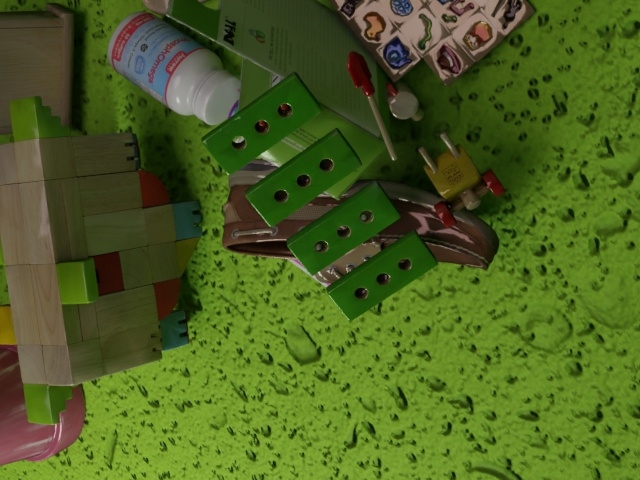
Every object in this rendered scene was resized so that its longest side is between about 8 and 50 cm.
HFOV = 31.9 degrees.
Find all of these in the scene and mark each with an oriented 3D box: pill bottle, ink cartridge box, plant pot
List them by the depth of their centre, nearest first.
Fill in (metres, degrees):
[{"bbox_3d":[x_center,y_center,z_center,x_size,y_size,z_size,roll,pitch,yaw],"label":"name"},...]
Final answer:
[{"bbox_3d":[-0.058,-0.184,1.144,0.255,0.189,0.097,27,127,-22],"label":"ink cartridge box"},{"bbox_3d":[-0.176,-0.207,1.364,0.160,0.087,0.087,34,122,23],"label":"pill bottle"},{"bbox_3d":[-0.487,0.258,1.689,0.201,0.180,0.201,12,112,33],"label":"plant pot"}]

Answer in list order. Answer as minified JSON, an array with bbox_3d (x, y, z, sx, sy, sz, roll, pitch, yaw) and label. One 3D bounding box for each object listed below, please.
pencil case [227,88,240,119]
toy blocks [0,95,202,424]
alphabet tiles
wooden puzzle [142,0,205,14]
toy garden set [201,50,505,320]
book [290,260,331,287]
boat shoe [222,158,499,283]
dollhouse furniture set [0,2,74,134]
[{"bbox_3d":[-0.036,-0.122,1.302,0.152,0.064,0.070,26,135,27],"label":"pencil case"},{"bbox_3d":[-0.259,0.011,1.405,0.191,0.261,0.381,-4,96,39],"label":"toy blocks"},{"bbox_3d":[0.100,-0.286,1.146,0.198,0.009,0.237,-40,88,22],"label":"alphabet tiles"},{"bbox_3d":[-0.129,-0.450,1.255,0.348,0.080,0.322,-12,97,38],"label":"wooden puzzle"},{"bbox_3d":[0.040,-0.069,1.081,0.204,0.049,0.244,-34,115,10],"label":"toy garden set"},{"bbox_3d":[0.000,0.000,1.337,0.144,0.035,0.096,36,126,23],"label":"book"},{"bbox_3d":[0.035,-0.002,1.222,0.324,0.123,0.116,11,76,28],"label":"boat shoe"},{"bbox_3d":[-0.542,-0.280,1.577,0.394,0.256,0.362,34,124,49],"label":"dollhouse furniture set"}]
